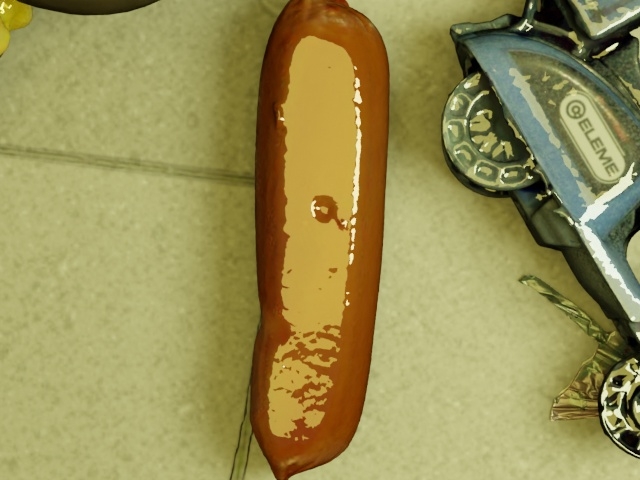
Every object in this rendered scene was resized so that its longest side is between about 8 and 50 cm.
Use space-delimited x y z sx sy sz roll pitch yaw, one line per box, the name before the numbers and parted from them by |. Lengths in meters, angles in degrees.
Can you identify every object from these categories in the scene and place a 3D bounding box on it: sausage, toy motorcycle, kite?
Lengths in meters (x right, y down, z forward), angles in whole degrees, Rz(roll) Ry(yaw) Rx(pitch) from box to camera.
sausage | 0.000 0.000 1.082 0.094 0.097 0.348 2 95 13
toy motorcycle | 0.221 -0.031 1.046 0.213 0.125 0.358 -30 87 2
kite | 0.206 0.074 1.113 0.157 0.011 0.139 39 94 2

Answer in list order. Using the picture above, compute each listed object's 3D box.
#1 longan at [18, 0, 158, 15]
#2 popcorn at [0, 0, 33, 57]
longan | -0.155 -0.277 0.996 0.300 0.300 0.243 -17 126 6
popcorn | -0.280 -0.163 1.077 0.148 0.152 0.167 -28 77 7
